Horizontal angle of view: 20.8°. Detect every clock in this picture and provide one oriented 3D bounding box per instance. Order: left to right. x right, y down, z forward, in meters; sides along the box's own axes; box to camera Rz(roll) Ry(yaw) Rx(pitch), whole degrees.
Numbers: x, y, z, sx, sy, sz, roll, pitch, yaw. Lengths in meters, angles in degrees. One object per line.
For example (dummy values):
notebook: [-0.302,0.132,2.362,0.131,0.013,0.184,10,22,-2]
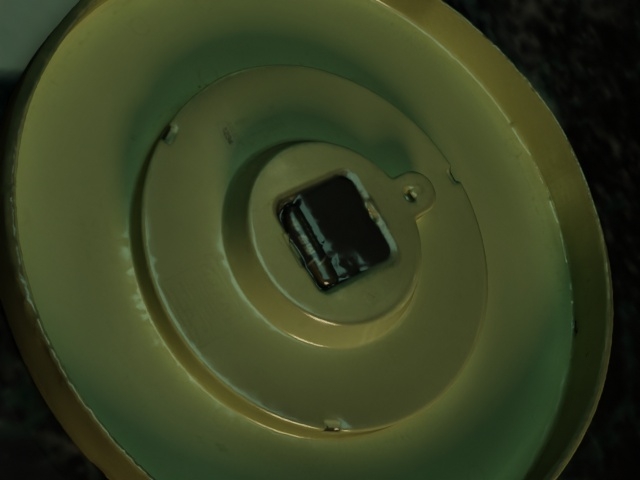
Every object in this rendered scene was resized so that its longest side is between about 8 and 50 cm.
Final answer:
clock: [0.000,0.000,0.612,0.235,0.029,0.235,12,65,-26]
